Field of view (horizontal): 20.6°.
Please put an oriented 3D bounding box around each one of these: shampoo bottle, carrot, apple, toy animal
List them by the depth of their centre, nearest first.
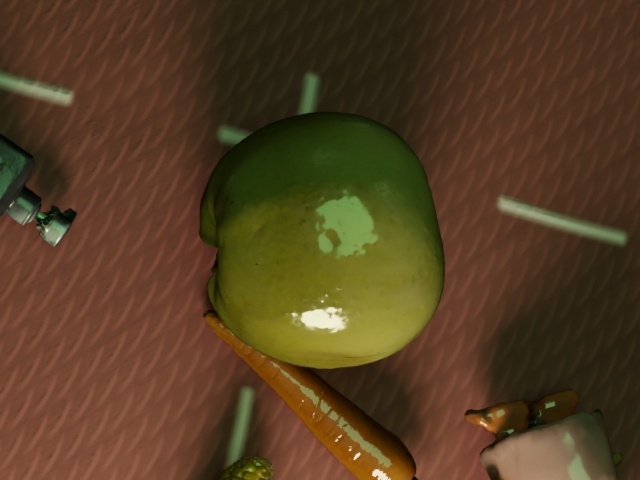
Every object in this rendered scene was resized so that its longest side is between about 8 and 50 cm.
[{"bbox_3d":[-0.409,-0.095,1.941,0.309,0.071,0.098,35,73,-7],"label":"shampoo bottle"},{"bbox_3d":[0.000,0.000,1.946,0.254,0.292,0.292,-7,83,-15],"label":"apple"},{"bbox_3d":[0.282,0.313,2.013,0.195,0.169,0.281,-7,82,-24],"label":"toy animal"},{"bbox_3d":[-0.004,0.188,2.018,0.336,0.069,0.069,42,73,1],"label":"carrot"}]

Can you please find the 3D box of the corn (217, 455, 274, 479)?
[{"bbox_3d":[-0.103,0.365,1.938,0.097,0.097,0.262,19,76,-12],"label":"corn"}]
